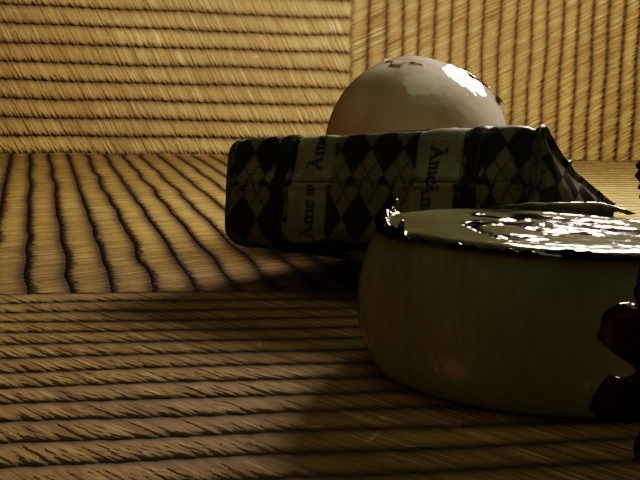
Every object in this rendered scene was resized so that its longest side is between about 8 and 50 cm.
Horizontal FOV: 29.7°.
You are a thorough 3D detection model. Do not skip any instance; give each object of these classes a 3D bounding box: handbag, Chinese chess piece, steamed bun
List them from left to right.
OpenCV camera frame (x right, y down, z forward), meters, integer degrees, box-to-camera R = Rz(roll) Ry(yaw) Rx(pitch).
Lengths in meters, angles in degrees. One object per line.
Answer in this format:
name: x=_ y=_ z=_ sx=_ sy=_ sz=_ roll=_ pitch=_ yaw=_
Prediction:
steamed bun: x=0.133 y=-0.117 z=1.896 sx=0.309 sy=0.309 sz=0.309 roll=2 pitch=8 yaw=0
handbag: x=0.132 y=-0.034 z=1.508 sx=0.416 sy=0.180 sz=0.317 roll=2 pitch=-11 yaw=30
Chinese chess piece: x=0.209 y=0.050 z=1.104 sx=0.350 sy=0.146 sz=0.349 roll=2 pitch=9 yaw=0

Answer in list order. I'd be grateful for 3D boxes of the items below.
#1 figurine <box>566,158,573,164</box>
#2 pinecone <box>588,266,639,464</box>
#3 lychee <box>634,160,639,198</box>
figurine: x=0.334 y=-0.052 z=1.780 sx=0.132 sy=0.153 sz=0.132 roll=2 pitch=8 yaw=0
pinecone: x=0.269 y=0.088 z=0.681 sx=0.222 sy=0.221 sz=0.221 roll=2 pitch=8 yaw=0
lychee: x=0.618 y=-0.100 z=1.842 sx=0.300 sy=0.264 sz=0.264 roll=19 pitch=-4 yaw=-37
